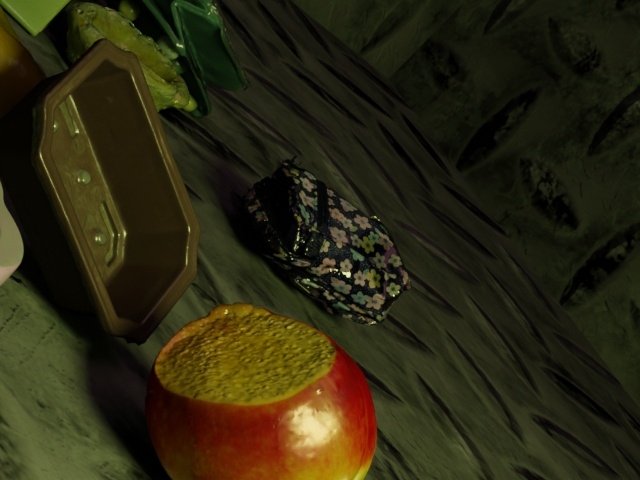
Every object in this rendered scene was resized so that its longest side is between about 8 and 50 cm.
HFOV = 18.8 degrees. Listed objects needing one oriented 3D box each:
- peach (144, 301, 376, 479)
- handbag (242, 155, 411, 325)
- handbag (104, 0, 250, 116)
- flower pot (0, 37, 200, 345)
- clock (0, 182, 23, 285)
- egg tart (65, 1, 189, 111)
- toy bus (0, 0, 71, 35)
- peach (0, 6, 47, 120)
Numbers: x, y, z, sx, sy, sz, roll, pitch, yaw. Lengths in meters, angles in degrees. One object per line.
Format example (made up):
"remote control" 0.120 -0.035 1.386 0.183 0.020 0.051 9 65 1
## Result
"peach" -0.051 0.140 1.598 0.192 0.190 0.190 65 14 6
"handbag" 0.000 0.000 2.394 0.207 0.127 0.229 33 16 -23
"handbag" -0.228 -0.303 2.609 0.274 0.100 0.269 45 -7 16
"flower pot" -0.205 -0.040 1.702 0.179 0.084 0.251 -55 134 -49
"clock" -0.374 -0.061 1.393 0.338 0.102 0.338 42 12 -11
"egg tart" -0.252 -0.222 2.404 0.197 0.078 0.197 44 10 -10
"toy bus" -0.378 -0.339 2.353 0.175 0.088 0.101 44 13 -11
"peach" -0.349 -0.169 1.759 0.251 0.153 0.251 58 3 -4
